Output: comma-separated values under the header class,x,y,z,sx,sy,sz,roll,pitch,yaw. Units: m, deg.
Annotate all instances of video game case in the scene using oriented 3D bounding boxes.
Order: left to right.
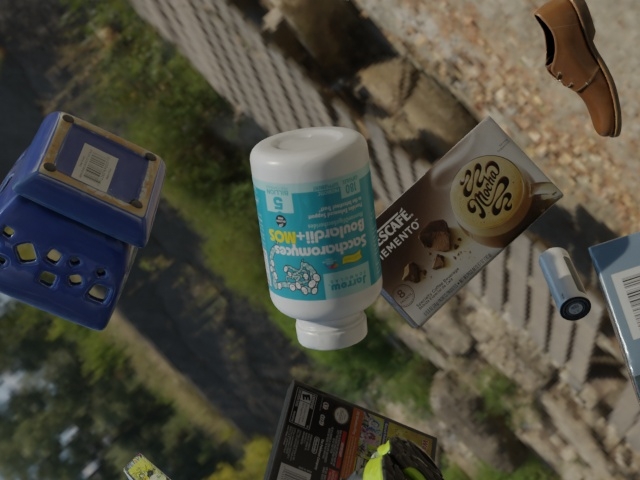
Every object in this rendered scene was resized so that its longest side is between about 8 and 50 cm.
class,x,y,z,sx,sy,sz,roll,pitch,yaw
video game case,-0.192,0.447,1.680,0.210,0.042,0.232,33,155,30
video game case,0.043,0.355,1.604,0.248,0.275,0.035,23,130,-6

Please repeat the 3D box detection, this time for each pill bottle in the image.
class,x,y,z,sx,sy,sz,roll,pitch,yaw
pill bottle,0.000,0.000,1.371,0.146,0.146,0.264,-147,45,-61

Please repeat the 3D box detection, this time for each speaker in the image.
class,x,y,z,sx,sy,sz,roll,pitch,yaw
speaker,0.413,0.072,1.858,0.055,0.055,0.136,54,-164,-34

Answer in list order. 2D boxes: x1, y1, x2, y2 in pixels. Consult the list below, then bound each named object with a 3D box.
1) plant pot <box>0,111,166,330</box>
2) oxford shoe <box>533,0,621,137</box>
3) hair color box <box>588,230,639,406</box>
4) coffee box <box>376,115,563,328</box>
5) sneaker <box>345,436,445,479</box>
class,x,y,z,sx,sy,sz,roll,pitch,yaw
plant pot,-0.368,-0.042,1.642,0.236,0.212,0.236,26,-146,-16
oxford shoe,0.349,-0.230,1.497,0.212,0.076,0.076,64,175,-11
hair color box,0.472,0.140,1.519,0.374,0.113,0.185,48,-153,-60
coffee box,0.197,-0.024,1.671,0.168,0.297,0.119,48,177,4
sneaker,0.073,0.342,1.015,0.111,0.121,0.300,22,-134,-33
